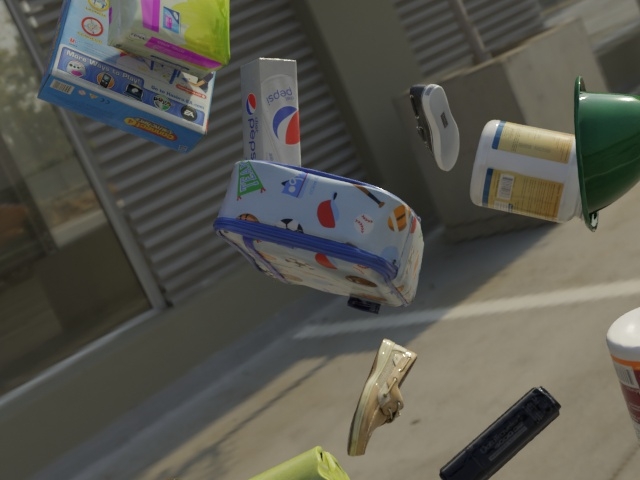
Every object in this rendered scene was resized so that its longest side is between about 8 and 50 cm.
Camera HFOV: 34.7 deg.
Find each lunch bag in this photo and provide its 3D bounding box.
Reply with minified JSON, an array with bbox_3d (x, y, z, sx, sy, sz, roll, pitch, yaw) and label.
[{"bbox_3d":[0.000,0.000,1.261,0.243,0.115,0.303,12,-12,12],"label":"lunch bag"}]

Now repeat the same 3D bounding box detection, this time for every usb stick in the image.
[{"bbox_3d":[0.353,0.398,2.016,0.278,0.077,0.045,-40,-20,-6],"label":"usb stick"}]

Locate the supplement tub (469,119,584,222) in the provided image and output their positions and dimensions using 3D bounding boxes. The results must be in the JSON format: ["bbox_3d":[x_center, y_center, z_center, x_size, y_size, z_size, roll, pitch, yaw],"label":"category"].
[{"bbox_3d":[0.352,-0.108,1.649,0.199,0.144,0.144,13,21,13],"label":"supplement tub"}]

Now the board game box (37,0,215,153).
[{"bbox_3d":[-0.354,-0.356,1.957,0.086,0.308,0.302,-39,38,49],"label":"board game box"}]

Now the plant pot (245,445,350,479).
[{"bbox_3d":[-0.057,0.582,2.185,0.254,0.276,0.276,-34,8,6],"label":"plant pot"}]

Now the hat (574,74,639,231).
[{"bbox_3d":[0.387,-0.117,1.147,0.183,0.209,0.173,-4,-28,20],"label":"hat"}]

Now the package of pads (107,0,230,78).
[{"bbox_3d":[-0.275,-0.468,1.900,0.229,0.297,0.101,14,-25,-41],"label":"package of pads"}]

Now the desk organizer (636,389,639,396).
[{"bbox_3d":[0.570,0.278,1.632,0.047,0.130,0.050,-43,-11,6],"label":"desk organizer"}]

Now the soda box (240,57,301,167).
[{"bbox_3d":[-0.104,-0.233,2.151,0.091,0.286,0.098,-1,-2,-30],"label":"soda box"}]

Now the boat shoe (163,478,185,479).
[{"bbox_3d":[-0.192,0.424,1.646,0.153,0.048,0.056,6,26,15],"label":"boat shoe"}]

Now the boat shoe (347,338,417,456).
[{"bbox_3d":[0.155,0.394,2.536,0.122,0.110,0.341,103,-170,-52],"label":"boat shoe"}]

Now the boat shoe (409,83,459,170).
[{"bbox_3d":[0.244,-0.251,2.249,0.076,0.228,0.080,20,60,37],"label":"boat shoe"}]

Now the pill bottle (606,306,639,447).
[{"bbox_3d":[0.766,0.344,2.162,0.224,0.392,0.224,-20,15,6],"label":"pill bottle"}]
